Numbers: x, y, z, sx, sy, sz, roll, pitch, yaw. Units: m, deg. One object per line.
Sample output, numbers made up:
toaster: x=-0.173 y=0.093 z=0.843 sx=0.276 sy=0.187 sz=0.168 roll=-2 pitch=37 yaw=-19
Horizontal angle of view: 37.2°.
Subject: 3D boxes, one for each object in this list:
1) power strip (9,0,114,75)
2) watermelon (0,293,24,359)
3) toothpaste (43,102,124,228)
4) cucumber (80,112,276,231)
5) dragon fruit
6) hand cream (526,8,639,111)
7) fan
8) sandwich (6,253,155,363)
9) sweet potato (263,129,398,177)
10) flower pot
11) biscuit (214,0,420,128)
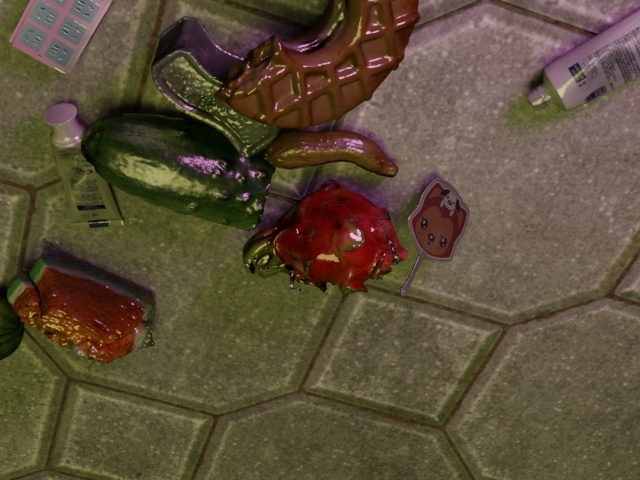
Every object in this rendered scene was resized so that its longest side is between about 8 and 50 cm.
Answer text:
power strip: x=-0.379 y=-0.378 z=1.468 sx=0.109 sy=0.037 sz=0.279 roll=30 pitch=124 yaw=-18
watermelon: x=-0.673 y=0.165 z=1.855 sx=0.187 sy=0.140 sz=0.140 roll=10 pitch=129 yaw=9
toothpaste: x=-0.421 y=-0.120 z=1.672 sx=0.096 sy=0.061 sz=0.266 roll=-3 pitch=135 yaw=4
cucumber: x=-0.236 y=-0.120 z=1.600 sx=0.325 sy=0.105 sz=0.145 roll=19 pitch=126 yaw=-19
dragon fruit: x=0.007 y=0.021 z=1.661 sx=0.269 sy=0.198 sz=0.200 roll=-36 pitch=85 yaw=15
hand cream: x=0.478 y=-0.297 z=1.478 sx=0.341 sy=0.078 sz=0.124 roll=-28 pitch=121 yaw=14
fan: x=0.188 y=0.002 z=1.652 sx=0.132 sy=0.220 sz=0.009 roll=39 pitch=160 yaw=-32
sandwich: x=-0.444 y=0.130 z=1.782 sx=0.292 sy=0.212 sz=0.109 roll=31 pitch=110 yaw=-4
sweet potato: x=0.022 y=-0.151 z=1.614 sx=0.233 sy=0.062 sz=0.081 roll=5 pitch=143 yaw=-5
flower pot: x=-0.162 y=-0.244 z=1.518 sx=0.229 sy=0.108 sz=0.103 roll=35 pitch=121 yaw=-24
biscuit: x=0.011 y=-0.329 z=1.387 sx=0.268 sy=0.115 sz=0.366 roll=7 pitch=121 yaw=-34
